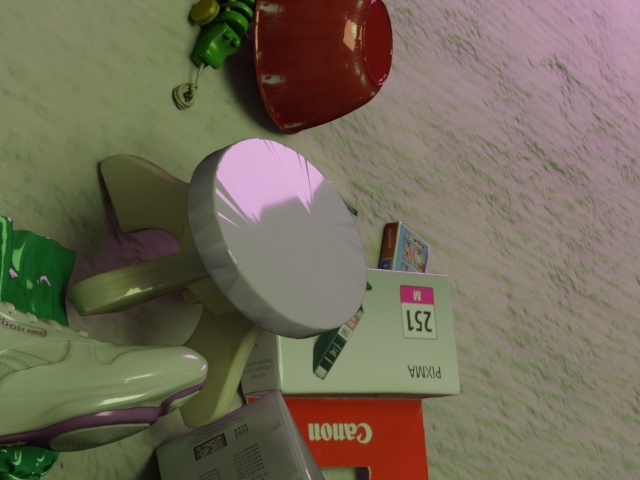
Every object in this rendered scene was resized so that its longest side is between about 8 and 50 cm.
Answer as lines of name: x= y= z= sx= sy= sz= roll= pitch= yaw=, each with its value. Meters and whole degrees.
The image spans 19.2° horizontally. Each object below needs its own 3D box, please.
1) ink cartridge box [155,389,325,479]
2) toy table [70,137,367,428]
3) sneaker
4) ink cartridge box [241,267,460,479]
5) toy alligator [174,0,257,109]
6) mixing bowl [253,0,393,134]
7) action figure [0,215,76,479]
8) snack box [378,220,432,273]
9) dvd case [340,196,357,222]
ink cartridge box: x=-0.009 y=0.324 z=1.596 sx=0.309 sy=0.130 sz=0.272 roll=64 pitch=0 yaw=-18
toy table: x=-0.087 y=0.019 z=1.633 sx=0.274 sy=0.161 sz=0.252 roll=21 pitch=51 yaw=-59
sneaker: x=-0.232 y=0.084 z=1.409 sx=0.305 sy=0.114 sz=0.152 roll=-3 pitch=71 yaw=-23
ink cartridge box: x=0.034 y=0.147 z=1.863 sx=0.275 sy=0.060 sz=0.238 roll=6 pitch=75 yaw=-48
toy alligator: x=-0.091 y=-0.204 z=1.823 sx=0.056 sy=0.051 sz=0.189 roll=46 pitch=46 yaw=-36
mixing bowl: x=0.012 y=-0.195 z=1.883 sx=0.181 sy=0.098 sz=0.181 roll=1 pitch=90 yaw=-68
action figure: x=-0.245 y=0.106 z=1.507 sx=0.137 sy=0.063 sz=0.232 roll=22 pitch=59 yaw=-52
snack box: x=0.084 y=0.071 z=2.007 sx=0.064 sy=0.022 sz=0.178 roll=36 pitch=52 yaw=-41
dvd case: x=0.000 y=0.000 z=1.921 sx=0.087 sy=0.013 sz=0.119 roll=41 pitch=48 yaw=-40
